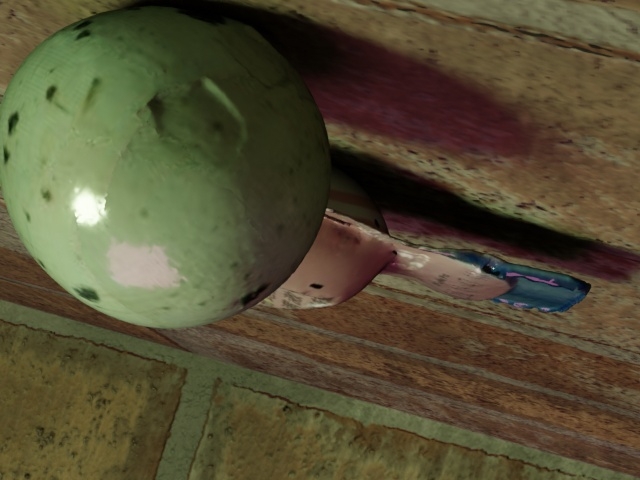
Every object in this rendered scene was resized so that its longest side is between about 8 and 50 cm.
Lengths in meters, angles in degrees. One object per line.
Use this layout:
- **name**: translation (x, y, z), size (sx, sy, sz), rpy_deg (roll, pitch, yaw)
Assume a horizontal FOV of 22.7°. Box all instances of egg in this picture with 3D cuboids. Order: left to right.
- **egg**: translation (-0.069, -0.037, 0.650), size (0.164, 0.131, 0.131), rpy_deg (39, -173, 40)

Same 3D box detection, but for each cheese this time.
- **cheese**: translation (0.000, 0.000, 0.857), size (0.285, 0.074, 0.189), rpy_deg (13, 171, 1)
